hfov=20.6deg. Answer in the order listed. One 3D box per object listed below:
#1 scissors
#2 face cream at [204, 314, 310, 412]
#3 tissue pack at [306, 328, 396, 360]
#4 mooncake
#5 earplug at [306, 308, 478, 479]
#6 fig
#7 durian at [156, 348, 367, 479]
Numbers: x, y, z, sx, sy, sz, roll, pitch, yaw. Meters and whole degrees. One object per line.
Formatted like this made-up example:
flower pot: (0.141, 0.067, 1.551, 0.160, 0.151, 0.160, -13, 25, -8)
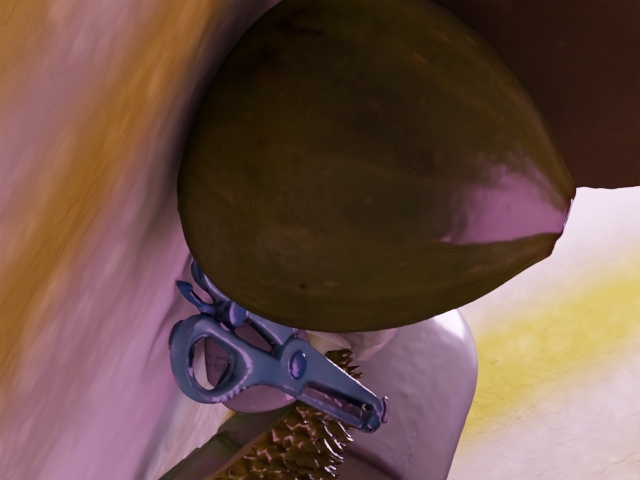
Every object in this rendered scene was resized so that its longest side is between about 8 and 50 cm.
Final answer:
scissors: (-0.034, 0.116, 1.786, 0.393, 0.032, 0.180, 38, 67, -50)
face cream: (-0.067, 0.121, 1.889, 0.117, 0.117, 0.104, -55, 138, -63)
tissue pack: (0.066, -0.071, 2.031, 0.266, 0.194, 0.356, 103, 12, -70)
mooncake: (0.212, -0.268, 1.562, 0.467, 0.467, 0.262, 103, 7, -56)
earplug: (0.071, 0.233, 2.589, 0.312, 0.313, 0.394, 104, 10, -53)
fig: (0.051, -0.058, 1.444, 0.316, 0.316, 0.316, 22, 90, -83)
durian: (-0.067, 0.226, 1.941, 0.352, 0.169, 0.158, -40, 139, -41)
